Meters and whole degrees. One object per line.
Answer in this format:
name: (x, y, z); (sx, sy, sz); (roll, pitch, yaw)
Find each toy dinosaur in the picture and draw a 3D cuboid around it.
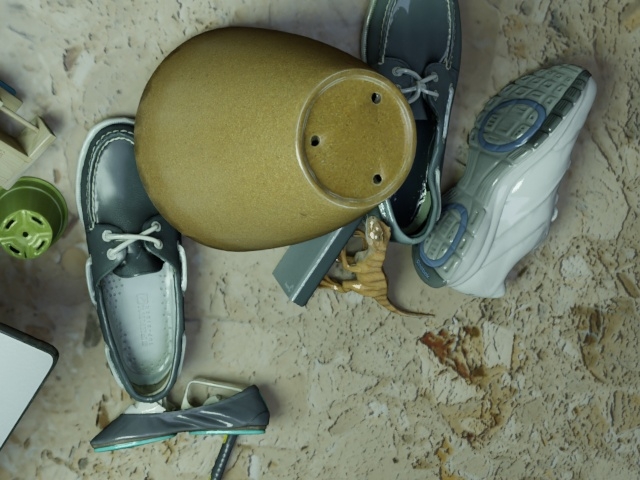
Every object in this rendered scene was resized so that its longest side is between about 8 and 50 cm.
toy dinosaur: (0.055, 0.047, 1.121); (0.064, 0.112, 0.211); (-63, 155, -23)

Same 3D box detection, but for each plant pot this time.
plant pot: (-0.024, -0.096, 0.935); (0.237, 0.254, 0.237); (-3, 96, -28)
plant pot: (-0.300, -0.015, 1.007); (0.083, 0.079, 0.083); (-4, 108, -14)

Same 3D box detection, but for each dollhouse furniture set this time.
dollhouse furniture set: (-0.383, -0.127, 0.948); (0.129, 0.129, 0.183); (-46, 144, 5)

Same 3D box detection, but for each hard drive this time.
hard drive: (0.000, 0.000, 1.084); (0.022, 0.094, 0.135); (31, 96, -22)

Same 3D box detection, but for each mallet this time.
mallet: (-0.139, 0.309, 1.178); (0.039, 0.062, 0.190); (20, 86, -21)

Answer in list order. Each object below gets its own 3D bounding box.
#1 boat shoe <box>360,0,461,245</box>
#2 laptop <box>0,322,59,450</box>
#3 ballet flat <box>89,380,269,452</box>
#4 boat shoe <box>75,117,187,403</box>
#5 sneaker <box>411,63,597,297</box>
boat shoe: (0.104, -0.148, 1.065); (0.116, 0.099, 0.320); (2, 106, -16)
laptop: (-0.477, 0.217, 0.759); (0.382, 0.236, 0.408); (28, 111, -21)
ballet flat: (-0.160, 0.196, 1.122); (0.203, 0.074, 0.074); (-5, 108, -7)
boat shoe: (-0.191, 0.024, 1.042); (0.114, 0.091, 0.303); (-12, 109, -11)
sneaker: (0.224, -0.065, 1.136); (0.129, 0.111, 0.297); (25, 103, -36)
